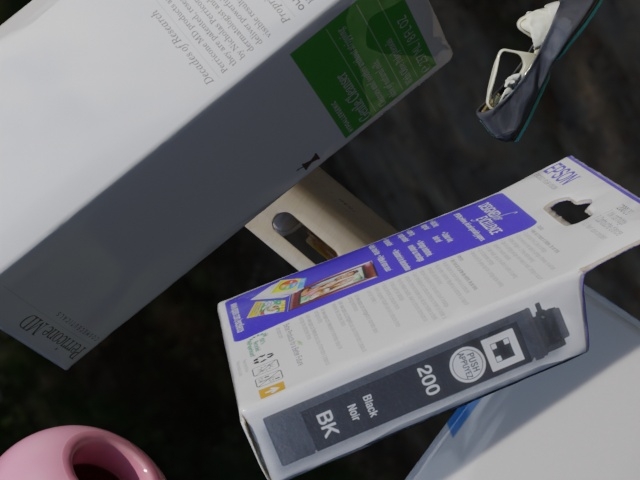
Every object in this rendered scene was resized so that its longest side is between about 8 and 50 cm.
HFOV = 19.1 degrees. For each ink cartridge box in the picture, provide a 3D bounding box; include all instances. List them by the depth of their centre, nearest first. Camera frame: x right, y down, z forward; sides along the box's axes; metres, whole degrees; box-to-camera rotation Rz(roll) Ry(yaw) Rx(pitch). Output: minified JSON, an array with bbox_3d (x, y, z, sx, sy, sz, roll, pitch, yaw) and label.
[{"bbox_3d":[0.056,0.030,0.910,0.206,0.208,0.045,-116,3,-78],"label":"ink cartridge box"},{"bbox_3d":[0.186,0.232,1.545,0.166,0.285,0.395,34,171,18],"label":"ink cartridge box"}]

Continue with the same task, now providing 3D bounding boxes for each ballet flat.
[{"bbox_3d":[0.235,-0.206,2.097,0.074,0.203,0.074,30,-173,-4],"label":"ballet flat"}]

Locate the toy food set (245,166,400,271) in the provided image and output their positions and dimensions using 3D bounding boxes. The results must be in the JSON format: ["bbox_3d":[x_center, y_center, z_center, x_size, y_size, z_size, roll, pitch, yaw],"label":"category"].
[{"bbox_3d":[0.000,0.000,1.928,0.220,0.092,0.306,40,-171,4],"label":"toy food set"}]

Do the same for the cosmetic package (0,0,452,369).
[{"bbox_3d":[-0.108,-0.097,1.309,0.155,0.365,0.197,50,-179,21],"label":"cosmetic package"}]

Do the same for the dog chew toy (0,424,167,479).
[{"bbox_3d":[-0.283,0.342,1.926,0.332,0.207,0.206,-55,52,30],"label":"dog chew toy"}]
